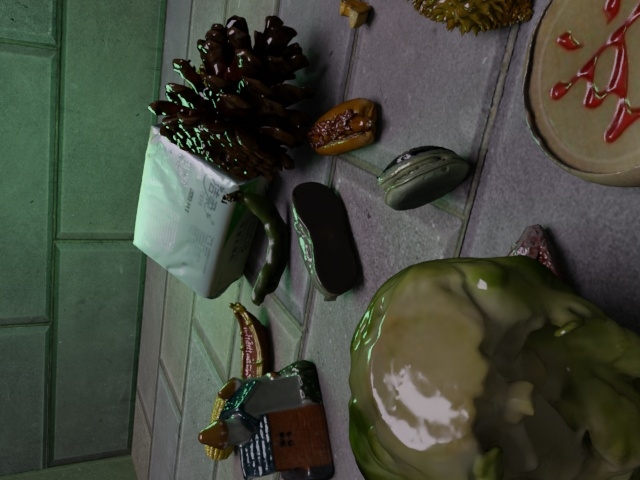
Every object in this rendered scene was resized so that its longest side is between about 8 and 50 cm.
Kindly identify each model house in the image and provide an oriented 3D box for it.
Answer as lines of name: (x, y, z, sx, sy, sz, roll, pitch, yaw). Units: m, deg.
model house: (-0.145, 0.420, 1.318, 0.190, 0.300, 0.272, -35, 59, 49)

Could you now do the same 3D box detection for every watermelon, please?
watermelon: (0.260, 0.045, 0.780, 0.187, 0.071, 0.139, 15, 99, 62)

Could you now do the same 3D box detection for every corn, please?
corn: (-0.293, 0.560, 1.802, 0.093, 0.093, 0.244, 45, 125, 53)

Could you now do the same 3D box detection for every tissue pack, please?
tissue pack: (-0.336, -0.097, 1.661, 0.331, 0.205, 0.405, 33, 124, 16)

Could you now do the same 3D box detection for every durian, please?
durian: (0.192, -0.404, 0.847, 0.250, 0.137, 0.183, -118, 30, -51)

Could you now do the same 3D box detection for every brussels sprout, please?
brussels sprout: (0.169, 0.172, 0.632, 0.314, 0.371, 0.276, 14, 72, 48)

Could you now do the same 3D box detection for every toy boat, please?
toy boat: (-0.191, 0.325, 1.608, 0.141, 0.099, 0.318, -14, 80, 61)

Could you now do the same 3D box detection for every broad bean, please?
broad bean: (-0.144, 0.007, 1.470, 0.049, 0.144, 0.292, 0, 106, 68)

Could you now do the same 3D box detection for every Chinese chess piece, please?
Chinese chess piece: (0.328, -0.180, 0.613, 0.249, 0.103, 0.250, 6, 97, 64)

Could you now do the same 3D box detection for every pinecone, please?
pinecone: (-0.174, -0.334, 1.330, 0.384, 0.384, 0.385, 0, 90, 62)

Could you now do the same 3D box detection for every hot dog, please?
hot dog: (0.038, -0.226, 1.191, 0.249, 0.076, 0.102, 2, 88, 63)

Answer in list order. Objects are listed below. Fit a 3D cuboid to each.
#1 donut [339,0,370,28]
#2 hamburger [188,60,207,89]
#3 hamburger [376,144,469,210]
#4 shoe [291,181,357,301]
donut: (0.061, -0.450, 1.164, 0.083, 0.067, 0.038, 25, 137, 24)
hamburger: (-0.281, -0.417, 1.698, 0.288, 0.167, 0.193, -24, 67, 60)
hamburger: (0.155, -0.098, 0.910, 0.140, 0.133, 0.063, 126, 128, -60)
shoe: (0.000, 0.000, 1.243, 0.098, 0.103, 0.275, 112, 150, -59)
